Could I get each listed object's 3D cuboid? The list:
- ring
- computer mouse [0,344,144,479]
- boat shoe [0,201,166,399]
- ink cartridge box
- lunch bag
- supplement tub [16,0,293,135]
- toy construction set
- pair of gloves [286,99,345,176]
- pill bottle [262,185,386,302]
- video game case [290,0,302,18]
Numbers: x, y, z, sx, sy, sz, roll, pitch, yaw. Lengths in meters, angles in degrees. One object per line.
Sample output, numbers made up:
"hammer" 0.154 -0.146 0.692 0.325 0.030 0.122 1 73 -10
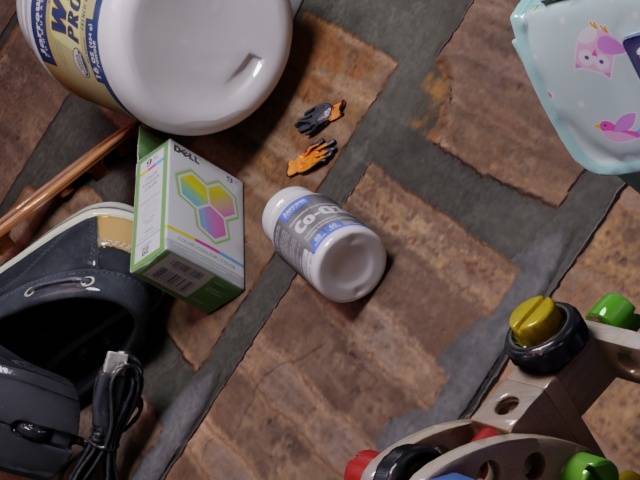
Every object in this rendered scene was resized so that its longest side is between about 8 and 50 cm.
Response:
"ring" -0.344 -0.035 1.978 0.336 0.032 0.336 -36 10 7
"computer mouse" -0.328 0.174 1.726 0.272 0.072 0.188 18 103 15
"boat shoe" -0.367 0.148 1.865 0.500 0.187 0.156 -36 32 23
"ink cartridge box" -0.141 -0.037 1.776 0.062 0.109 0.209 -34 41 33
"lunch bag" 0.290 -0.117 1.146 0.223 0.262 0.160 -11 57 47
"supplement tub" -0.197 -0.253 1.858 0.316 0.228 0.228 24 85 56
"toy construction set" 0.158 0.172 1.194 0.237 0.257 0.309 -53 7 -22
"pair of gloves" -0.006 -0.110 1.744 0.074 0.010 0.083 -19 50 44
"pill bottle" 0.000 0.000 1.594 0.078 0.078 0.137 -57 34 4
"video game case" -0.114 -0.285 2.001 0.285 0.025 0.204 13 76 54
